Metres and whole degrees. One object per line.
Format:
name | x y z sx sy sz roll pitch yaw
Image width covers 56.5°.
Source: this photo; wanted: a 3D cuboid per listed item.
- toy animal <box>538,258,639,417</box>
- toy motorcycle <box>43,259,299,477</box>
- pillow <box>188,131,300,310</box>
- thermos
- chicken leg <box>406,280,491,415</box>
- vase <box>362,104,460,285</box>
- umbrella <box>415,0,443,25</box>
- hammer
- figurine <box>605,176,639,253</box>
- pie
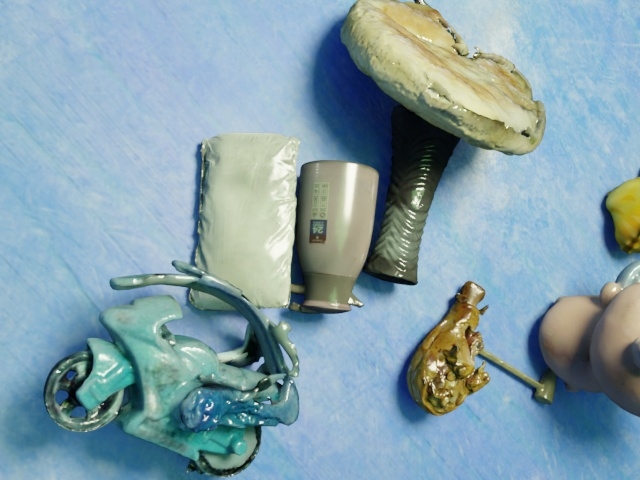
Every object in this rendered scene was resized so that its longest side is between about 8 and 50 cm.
toy animal | 0.447 0.161 0.882 0.210 0.221 0.229 26 45 -26
toy motorcycle | -0.145 0.141 0.660 0.260 0.154 0.206 34 74 -29
pillow | -0.095 -0.025 0.747 0.128 0.051 0.229 3 82 6
thermos | 0.000 0.000 0.782 0.137 0.105 0.193 5 84 6
chicken leg | 0.194 0.146 0.844 0.085 0.101 0.207 39 62 -14
vase | 0.125 -0.059 0.838 0.115 0.115 0.237 17 82 -21
umbrella | 0.174 -0.357 0.938 0.022 0.013 0.122 -37 101 -1
hammer | 0.292 0.185 0.922 0.195 0.028 0.060 32 66 -16
figurine | 0.588 -0.074 1.033 0.156 0.131 0.246 29 55 19
pie | 0.168 -0.230 0.815 0.337 0.075 0.337 18 39 -16
